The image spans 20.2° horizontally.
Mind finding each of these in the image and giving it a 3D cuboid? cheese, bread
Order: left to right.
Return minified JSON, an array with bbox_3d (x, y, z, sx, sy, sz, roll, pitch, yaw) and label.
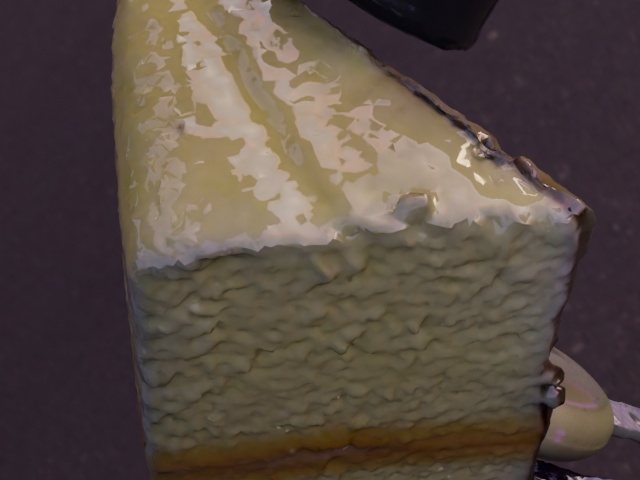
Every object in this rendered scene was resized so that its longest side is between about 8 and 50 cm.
[{"bbox_3d":[0.000,0.000,0.619,0.135,0.240,0.178,-5,53,-4],"label":"bread"},{"bbox_3d":[0.139,0.091,0.996,0.037,0.192,0.097,-49,52,16],"label":"cheese"}]

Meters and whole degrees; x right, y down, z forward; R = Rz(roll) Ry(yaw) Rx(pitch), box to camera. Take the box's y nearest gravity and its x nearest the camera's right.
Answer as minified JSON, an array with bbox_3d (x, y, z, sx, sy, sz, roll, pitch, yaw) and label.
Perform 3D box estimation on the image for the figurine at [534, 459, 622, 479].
[{"bbox_3d":[0.065,0.179,0.897,0.222,0.145,0.145,-4,44,8],"label":"figurine"}]

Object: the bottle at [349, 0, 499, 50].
[{"bbox_3d":[0.077,-0.172,0.506,0.082,0.072,0.244,38,109,23],"label":"bottle"}]
